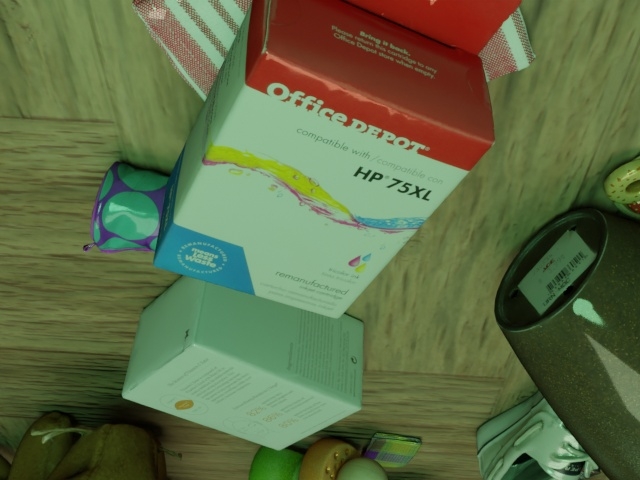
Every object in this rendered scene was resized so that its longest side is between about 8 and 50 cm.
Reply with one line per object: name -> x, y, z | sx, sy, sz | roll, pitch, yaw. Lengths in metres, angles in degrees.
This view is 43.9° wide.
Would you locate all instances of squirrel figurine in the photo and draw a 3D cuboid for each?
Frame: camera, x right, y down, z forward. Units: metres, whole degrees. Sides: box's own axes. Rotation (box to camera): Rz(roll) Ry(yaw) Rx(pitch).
squirrel figurine -> -0.268, 0.375, 0.835 | 0.281, 0.396, 0.370 | 27, 146, -19

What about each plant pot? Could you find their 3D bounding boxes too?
plant pot -> 0.250, 0.085, 0.585 | 0.230, 0.215, 0.215 | 36, 134, -14

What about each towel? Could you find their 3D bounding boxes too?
towel -> 0.084, 0.252, 0.952 | 0.060, 0.009, 0.083 | 8, 143, -6
towel -> 0.009, -0.124, 0.463 | 0.197, 0.029, 0.144 | -18, 137, 23

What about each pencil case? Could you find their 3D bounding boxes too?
pencil case -> -0.091, -0.007, 0.588 | 0.152, 0.070, 0.064 | 16, -177, -12

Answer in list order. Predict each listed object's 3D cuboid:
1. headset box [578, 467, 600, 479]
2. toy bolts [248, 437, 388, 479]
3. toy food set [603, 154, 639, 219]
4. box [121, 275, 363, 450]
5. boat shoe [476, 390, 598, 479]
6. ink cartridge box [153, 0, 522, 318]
headset box -> 0.275, 0.255, 0.917 | 0.062, 0.032, 0.083 | 26, 136, -26
toy bolts -> 0.035, 0.360, 0.943 | 0.159, 0.218, 0.228 | -8, 150, 37
toy food set -> 0.245, -0.038, 0.552 | 0.083, 0.020, 0.083 | -22, 135, 30
box -> -0.066, 0.106, 0.712 | 0.171, 0.091, 0.130 | 27, 137, -27
boat shoe -> 0.243, 0.197, 0.800 | 0.096, 0.088, 0.267 | 20, 140, -19
ink cartridge box -> 0.003, -0.059, 0.458 | 0.134, 0.078, 0.231 | 17, 138, -18
